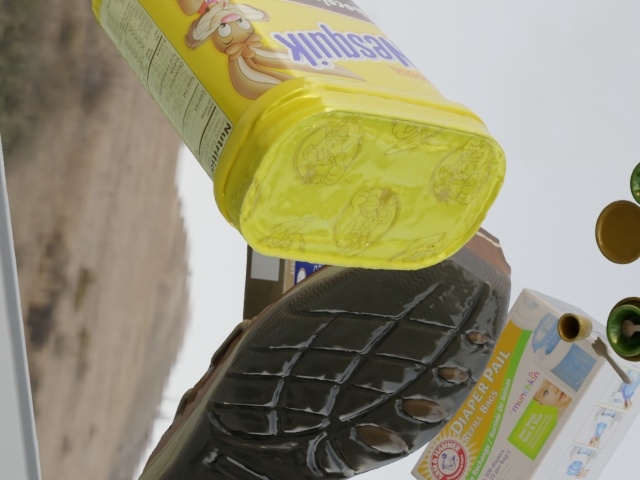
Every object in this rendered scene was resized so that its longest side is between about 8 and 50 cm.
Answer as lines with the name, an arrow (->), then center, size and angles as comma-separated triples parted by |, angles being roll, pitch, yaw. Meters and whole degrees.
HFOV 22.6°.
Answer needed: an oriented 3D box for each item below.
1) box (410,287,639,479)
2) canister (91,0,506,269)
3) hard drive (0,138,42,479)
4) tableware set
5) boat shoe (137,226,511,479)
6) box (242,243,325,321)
box -> 0.192, 0.162, 1.419 | 0.114, 0.103, 0.203 | 37, -79, 40
canister -> -0.015, -0.068, 0.695 | 0.170, 0.126, 0.073 | 52, -55, 42
hard drive -> -0.188, 0.015, 0.746 | 0.353, 0.047, 0.233 | -167, -110, -71
tableware set -> 0.227, 0.021, 1.165 | 0.104, 0.024, 0.154 | 50, -57, 32
boat shoe -> -0.014, 0.083, 0.956 | 0.324, 0.122, 0.120 | -45, -160, 34
box -> 0.000, 0.000, 1.177 | 0.225, 0.036, 0.136 | -14, 108, -72
